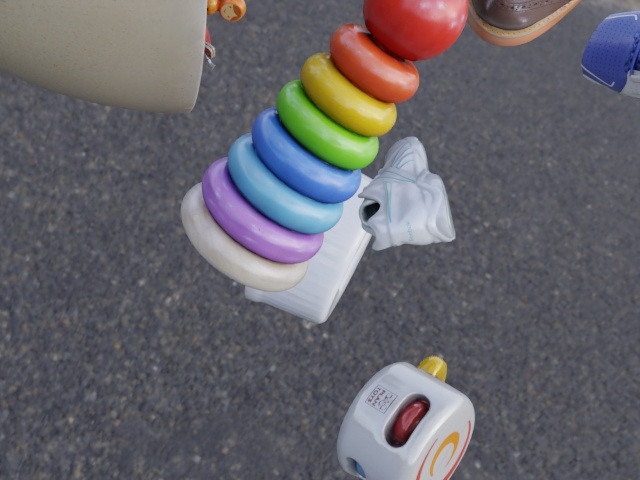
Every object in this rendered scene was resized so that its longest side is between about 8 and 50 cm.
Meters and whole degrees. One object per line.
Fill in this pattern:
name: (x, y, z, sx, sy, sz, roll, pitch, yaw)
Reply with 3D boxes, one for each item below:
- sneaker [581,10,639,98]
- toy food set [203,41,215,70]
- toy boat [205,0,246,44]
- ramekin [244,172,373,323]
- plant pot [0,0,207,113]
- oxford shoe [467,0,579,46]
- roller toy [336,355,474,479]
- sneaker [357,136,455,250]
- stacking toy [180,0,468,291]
sneaker: (0.475, -0.221, 1.104, 0.316, 0.127, 0.182, 26, 13, 30)
toy food set: (-0.234, -0.367, 1.619, 0.122, 0.078, 0.019, 46, 61, 4)
toy boat: (-0.234, -0.504, 1.905, 0.151, 0.151, 0.231, 10, 79, -7)
ramekin: (0.000, 0.000, 1.451, 0.135, 0.277, 0.277, 26, 36, 5)
plant pot: (-0.192, -0.227, 0.608, 0.191, 0.284, 0.284, -4, 47, -16)
oxford shoe: (0.307, -0.349, 0.928, 0.130, 0.364, 0.133, 46, 0, 8)
roller toy: (0.123, 0.284, 1.331, 0.146, 0.209, 0.191, 28, 22, 31)
sneaker: (0.054, -0.036, 0.652, 0.061, 0.053, 0.152, -16, 20, 3)
stacking toy: (0.013, -0.109, 0.809, 0.141, 0.330, 0.141, 31, 26, -17)
